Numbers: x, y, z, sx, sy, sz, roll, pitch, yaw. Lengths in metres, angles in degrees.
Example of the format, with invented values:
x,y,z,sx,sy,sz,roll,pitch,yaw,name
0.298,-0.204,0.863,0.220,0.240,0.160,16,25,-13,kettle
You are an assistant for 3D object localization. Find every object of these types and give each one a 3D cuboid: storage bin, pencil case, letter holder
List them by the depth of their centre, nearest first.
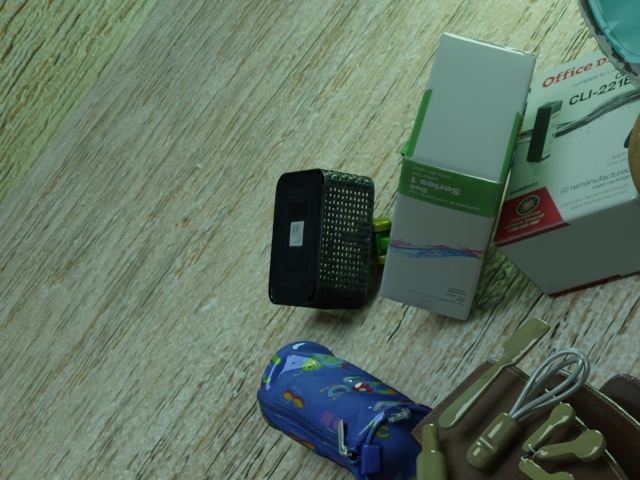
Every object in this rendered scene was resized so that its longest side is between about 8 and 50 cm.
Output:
x,y,z,sx,sy,sz,roll,pitch,yaw,name
0.257,0.219,1.399,0.214,0.152,0.302,-45,29,2,letter holder
0.031,0.209,1.734,0.306,0.133,0.119,23,108,60,pencil case
0.000,0.000,1.985,0.122,0.084,0.180,-4,81,57,storage bin

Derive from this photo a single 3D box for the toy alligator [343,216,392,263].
x,y,z,sx,sy,sz,roll,pitch,yaw,name
0.097,-0.001,1.976,0.051,0.056,0.190,-17,14,-31,toy alligator

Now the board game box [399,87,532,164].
x,y,z,sx,sy,sz,roll,pitch,yaw,name
0.208,-0.151,2.014,0.136,0.035,0.201,-55,30,-11,board game box

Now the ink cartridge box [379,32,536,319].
x,y,z,sx,sy,sz,roll,pitch,yaw,name
0.158,-0.070,1.745,0.278,0.117,0.201,97,-170,-54,ink cartridge box

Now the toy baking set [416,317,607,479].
x,y,z,sx,sy,sz,roll,pitch,yaw,name
0.171,0.189,1.371,0.197,0.030,0.256,-30,33,19,toy baking set

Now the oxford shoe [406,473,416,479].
x,y,z,sx,sy,sz,roll,pitch,yaw,name
0.084,0.352,1.551,0.096,0.083,0.227,20,84,57,oxford shoe

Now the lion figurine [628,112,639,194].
x,y,z,sx,sy,sz,roll,pitch,yaw,name
0.376,-0.011,1.362,0.240,0.392,0.142,-27,-5,4,lion figurine

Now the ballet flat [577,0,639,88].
x,y,z,sx,sy,sz,roll,pitch,yaw,name
0.390,-0.173,1.561,0.147,0.147,0.408,-38,60,19,ballet flat

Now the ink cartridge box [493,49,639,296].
x,y,z,sx,sy,sz,roll,pitch,yaw,name
0.329,-0.094,1.703,0.197,0.114,0.272,-20,39,42,ink cartridge box
